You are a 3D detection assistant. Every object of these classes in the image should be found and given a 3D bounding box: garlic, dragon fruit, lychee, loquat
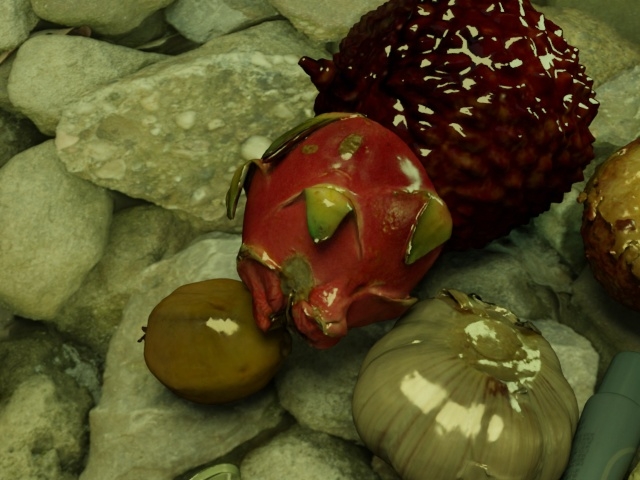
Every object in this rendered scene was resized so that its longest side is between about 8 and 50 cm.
[{"bbox_3d":[0.191,0.219,1.342,0.321,0.241,0.322,-6,36,4],"label":"garlic"},{"bbox_3d":[0.000,0.000,1.359,0.305,0.305,0.225,30,43,24],"label":"dragon fruit"},{"bbox_3d":[0.178,-0.186,1.529,0.499,0.425,0.425,9,47,-27],"label":"lychee"},{"bbox_3d":[-0.154,0.145,1.469,0.234,0.176,0.187,-1,8,13],"label":"loquat"}]

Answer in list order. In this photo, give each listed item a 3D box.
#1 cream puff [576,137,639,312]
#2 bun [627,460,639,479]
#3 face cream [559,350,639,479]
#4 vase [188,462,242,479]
[{"bbox_3d":[0.547,-0.011,1.491,0.350,0.229,0.350,-12,45,13],"label":"cream puff"},{"bbox_3d":[0.484,0.331,1.310,0.188,0.111,0.164,-8,56,-5],"label":"bun"},{"bbox_3d":[0.359,0.302,1.339,0.086,0.136,0.385,23,50,17],"label":"face cream"},{"bbox_3d":[-0.058,0.427,1.265,0.173,0.173,0.321,-34,51,-20],"label":"vase"}]
